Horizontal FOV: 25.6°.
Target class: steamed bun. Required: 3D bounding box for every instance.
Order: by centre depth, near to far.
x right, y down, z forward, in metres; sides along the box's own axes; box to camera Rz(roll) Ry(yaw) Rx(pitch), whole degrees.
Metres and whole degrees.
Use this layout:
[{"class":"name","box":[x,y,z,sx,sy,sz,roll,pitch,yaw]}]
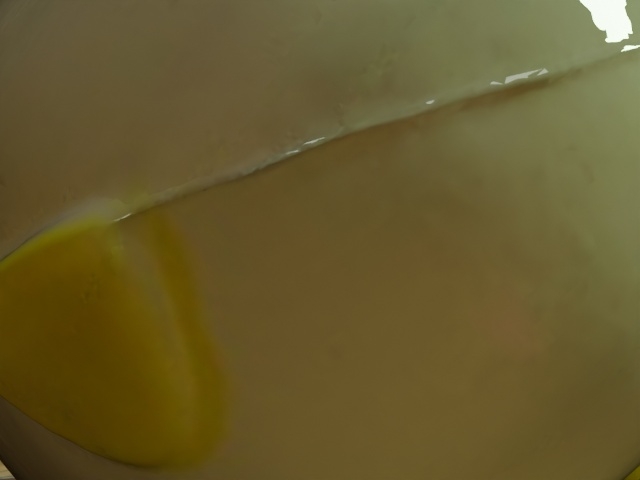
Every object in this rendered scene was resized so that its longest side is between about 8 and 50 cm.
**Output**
[{"class":"steamed bun","box":[-0.003,-0.006,0.586,0.333,0.334,0.374,-3,-7,-15]}]
